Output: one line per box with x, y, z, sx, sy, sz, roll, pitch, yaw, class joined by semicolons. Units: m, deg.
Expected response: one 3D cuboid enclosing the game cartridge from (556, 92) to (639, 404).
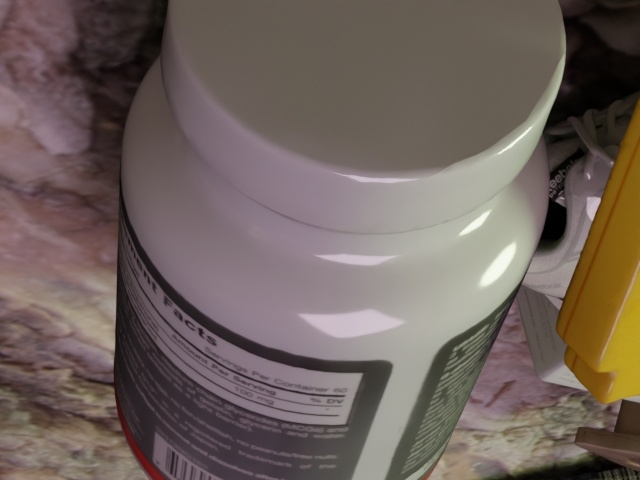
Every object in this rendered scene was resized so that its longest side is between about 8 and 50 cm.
0.284;-0.057;0.772;0.324;0.052;0.285;-7;130;-28;game cartridge

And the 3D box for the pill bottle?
0.000;0.000;0.795;0.210;0.210;0.363;-3;148;-11;pill bottle

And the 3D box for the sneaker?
0.201;-0.048;0.888;0.118;0.110;0.292;21;136;-24;sneaker

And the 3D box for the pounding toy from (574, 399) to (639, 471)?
0.323;0.111;1.139;0.154;0.154;0.269;21;169;-26;pounding toy

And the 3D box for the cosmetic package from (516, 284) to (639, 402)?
0.252;0.019;1.025;0.117;0.085;0.231;15;139;-35;cosmetic package

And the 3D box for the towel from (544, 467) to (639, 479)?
0.228;0.336;1.494;0.312;0.056;0.324;-10;137;7;towel
